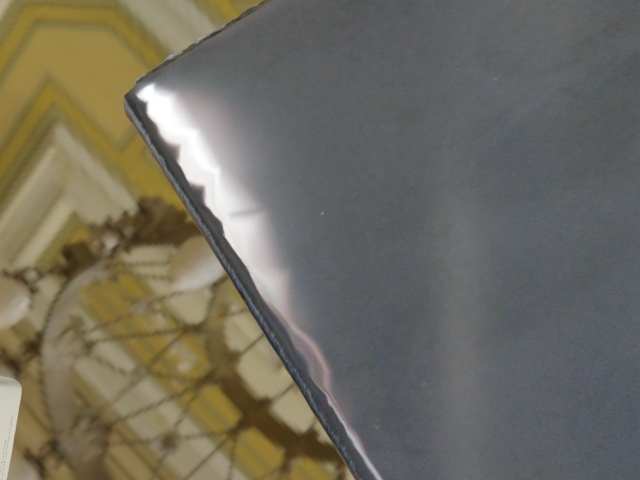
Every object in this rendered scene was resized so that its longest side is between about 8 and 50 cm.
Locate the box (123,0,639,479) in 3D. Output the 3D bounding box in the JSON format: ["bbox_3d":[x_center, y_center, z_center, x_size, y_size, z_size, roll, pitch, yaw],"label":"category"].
[{"bbox_3d":[0.177,0.121,0.940,0.480,0.297,0.472,55,-3,45],"label":"box"}]

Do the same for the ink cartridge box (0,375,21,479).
[{"bbox_3d":[-0.421,0.158,1.271,0.285,0.395,0.166,8,-96,6],"label":"ink cartridge box"}]
